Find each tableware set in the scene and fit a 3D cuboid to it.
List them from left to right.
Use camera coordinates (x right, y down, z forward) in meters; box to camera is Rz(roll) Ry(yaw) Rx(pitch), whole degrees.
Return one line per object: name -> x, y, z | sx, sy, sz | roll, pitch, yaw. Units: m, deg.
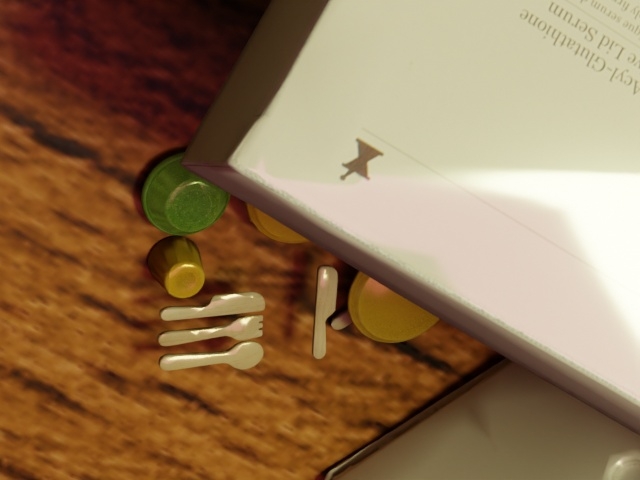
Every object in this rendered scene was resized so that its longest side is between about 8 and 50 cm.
tableware set -> 0.000, 0.000, 0.793 | 0.154, 0.024, 0.104 | -6, 119, -17

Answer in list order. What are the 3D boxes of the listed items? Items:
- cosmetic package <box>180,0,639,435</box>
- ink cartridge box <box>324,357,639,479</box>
cosmetic package -> 0.185, -0.055, 0.662 | 0.377, 0.097, 0.284 | 31, 83, -14
ink cartridge box -> 0.190, 0.264, 0.867 | 0.166, 0.285, 0.395 | -32, 125, 0
